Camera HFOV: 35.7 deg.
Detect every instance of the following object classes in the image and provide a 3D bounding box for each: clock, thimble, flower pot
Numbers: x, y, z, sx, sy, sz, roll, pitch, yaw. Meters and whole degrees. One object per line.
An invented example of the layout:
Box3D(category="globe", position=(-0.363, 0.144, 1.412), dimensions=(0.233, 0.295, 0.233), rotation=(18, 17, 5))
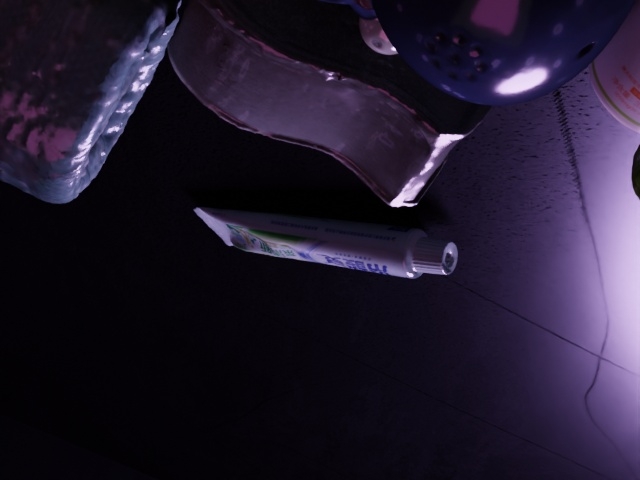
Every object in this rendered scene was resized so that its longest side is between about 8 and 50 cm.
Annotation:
Box3D(category="clock", position=(0.058, -0.171, 0.559), dimensions=(0.243, 0.146, 0.199), rotation=(26, 149, 12))
Box3D(category="thimble", position=(-0.211, -0.133, 0.763), dimensions=(0.143, 0.198, 0.235), rotation=(29, 146, -7))
Box3D(category="flower pot", position=(0.008, -0.124, 0.714), dimensions=(0.229, 0.103, 0.108), rotation=(27, 151, -7))

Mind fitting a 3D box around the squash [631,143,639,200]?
Box3D(category="squash", position=(0.281, -0.071, 0.635), dimensions=(0.077, 0.068, 0.219), rotation=(48, 148, -9))

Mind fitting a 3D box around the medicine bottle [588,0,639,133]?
Box3D(category="medicine bottle", position=(0.225, -0.136, 0.545), dimensions=(0.086, 0.086, 0.183), rotation=(24, 153, -1))

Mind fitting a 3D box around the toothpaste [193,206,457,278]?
Box3D(category="toothpaste", position=(0.000, 0.000, 1.008), dimensions=(0.297, 0.048, 0.075), rotation=(8, 152, 35))
